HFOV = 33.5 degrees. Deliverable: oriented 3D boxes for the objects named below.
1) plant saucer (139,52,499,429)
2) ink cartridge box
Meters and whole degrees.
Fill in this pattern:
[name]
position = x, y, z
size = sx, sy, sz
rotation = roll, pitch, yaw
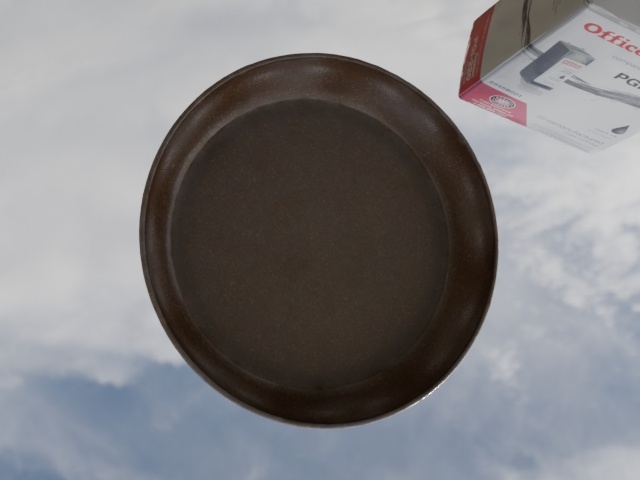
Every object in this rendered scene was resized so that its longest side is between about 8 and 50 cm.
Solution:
[plant saucer]
position = 0.000, 0.000, 0.889
size = 0.311, 0.310, 0.050
rotation = -21, 180, -21
[ink cartridge box]
position = 0.241, -0.167, 0.914
size = 0.159, 0.092, 0.218
rotation = 20, 160, -15
